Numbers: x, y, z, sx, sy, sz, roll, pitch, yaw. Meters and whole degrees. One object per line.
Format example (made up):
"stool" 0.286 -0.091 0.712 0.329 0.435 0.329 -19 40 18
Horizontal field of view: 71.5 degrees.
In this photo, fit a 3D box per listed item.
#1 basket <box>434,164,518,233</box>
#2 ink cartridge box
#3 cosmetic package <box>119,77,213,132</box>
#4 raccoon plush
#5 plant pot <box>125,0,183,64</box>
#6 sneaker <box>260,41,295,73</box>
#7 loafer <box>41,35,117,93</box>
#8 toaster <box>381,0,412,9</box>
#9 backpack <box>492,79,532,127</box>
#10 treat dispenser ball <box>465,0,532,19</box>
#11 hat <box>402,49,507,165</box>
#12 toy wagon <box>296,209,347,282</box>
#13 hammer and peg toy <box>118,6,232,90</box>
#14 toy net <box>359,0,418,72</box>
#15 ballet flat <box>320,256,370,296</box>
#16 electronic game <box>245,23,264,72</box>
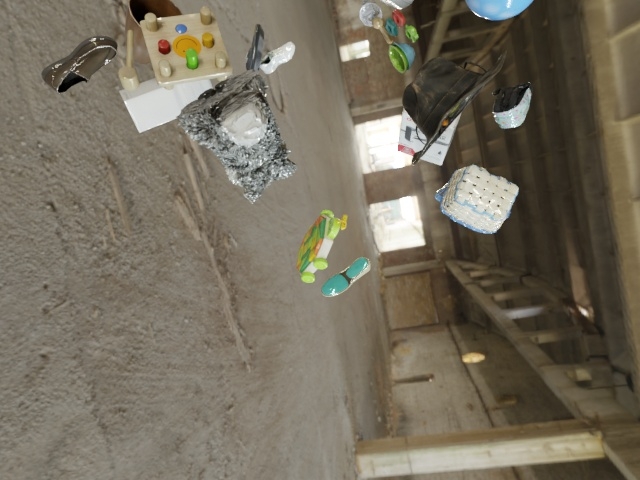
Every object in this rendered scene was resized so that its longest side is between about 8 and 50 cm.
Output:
"basket" 0.553 -0.136 1.574 0.200 0.255 0.289 -62 176 -12
"ink cartridge box" 0.414 -0.429 1.714 0.272 0.197 0.114 77 36 -69
"cosmetic package" -0.672 -0.634 1.968 0.197 0.366 0.155 45 -24 47
"raccoon plush" -0.162 -0.181 1.003 0.446 0.216 0.299 -103 166 -57
"plant pot" -0.673 -0.807 1.745 0.216 0.231 0.215 16 62 -33
"sneaker" -0.159 -0.674 1.630 0.053 0.152 0.061 58 14 14
"loafer" -0.638 -0.467 1.205 0.078 0.220 0.080 58 2 10
"toaster" 0.104 -0.548 0.834 0.227 0.129 0.146 46 32 2
"backpack" 0.768 -0.541 1.785 0.115 0.152 0.181 49 55 -29
"treat dispenser ball" 0.683 -0.987 1.671 0.288 0.289 0.287 -10 90 -81
"hat" 0.266 -0.327 0.996 0.134 0.331 0.331 42 10 2
"toy wagon" 0.000 0.000 1.787 0.344 0.068 0.267 129 -25 -49
"hammer and peg toy" -0.505 -0.645 1.492 0.127 0.362 0.265 125 -51 -70
"toy net" 0.148 -0.507 1.054 0.232 0.045 0.122 55 -1 23
"ballet flat" 0.114 0.165 1.928 0.086 0.249 0.086 56 1 -1
"electronic game" -0.230 -0.611 1.507 0.229 0.048 0.228 -171 -90 -75
